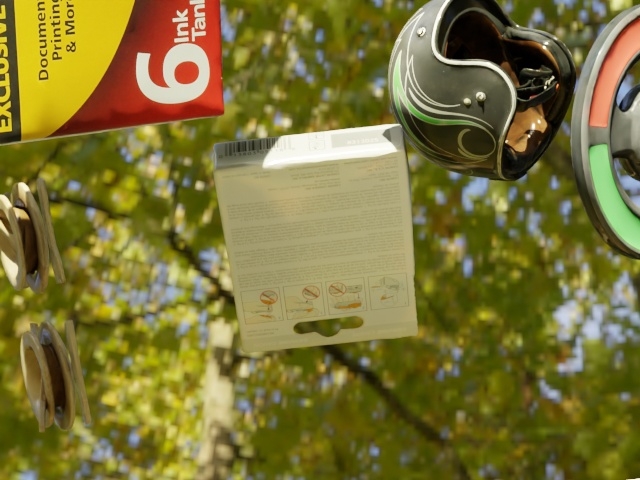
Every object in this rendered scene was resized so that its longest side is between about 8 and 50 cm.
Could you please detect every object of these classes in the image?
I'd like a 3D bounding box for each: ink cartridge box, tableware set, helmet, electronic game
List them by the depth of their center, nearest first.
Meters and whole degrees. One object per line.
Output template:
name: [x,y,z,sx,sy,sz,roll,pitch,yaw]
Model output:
ink cartridge box: [-0.210,-0.223,1.095,0.130,0.271,0.310,13,-70,49]
tableware set: [-0.226,0.053,1.288,0.039,0.194,0.128,-11,0,-23]
ink cartridge box: [0.000,0.000,1.292,0.145,0.045,0.179,-6,-52,1]
electronic game: [0.297,-0.096,1.497,0.048,0.229,0.229,6,-39,46]
helmet: [0.143,-0.150,1.613,0.161,0.169,0.169,32,-43,26]

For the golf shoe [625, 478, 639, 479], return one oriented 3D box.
golf shoe: [0.312,0.188,1.053,0.306,0.115,0.140,-5,-19,-2]
